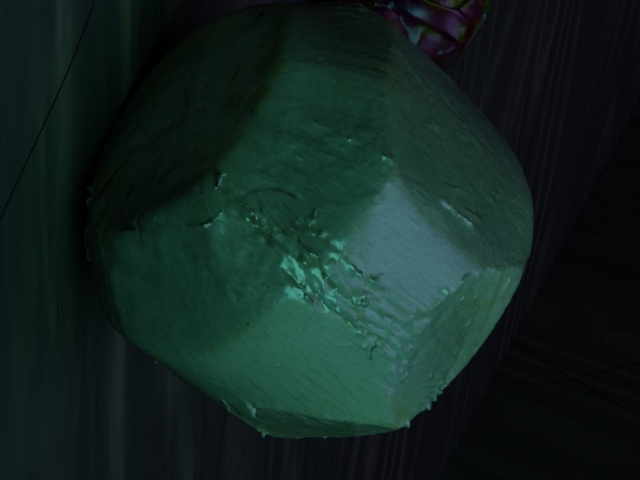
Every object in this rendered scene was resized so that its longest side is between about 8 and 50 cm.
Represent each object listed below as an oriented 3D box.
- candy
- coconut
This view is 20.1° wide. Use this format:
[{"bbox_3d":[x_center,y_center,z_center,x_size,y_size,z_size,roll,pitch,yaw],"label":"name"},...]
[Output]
[{"bbox_3d":[0.026,-0.215,1.260,0.124,0.124,0.365,-67,157,-9],"label":"candy"},{"bbox_3d":[0.000,0.000,1.064,0.247,0.245,0.245,40,64,-31],"label":"coconut"}]
